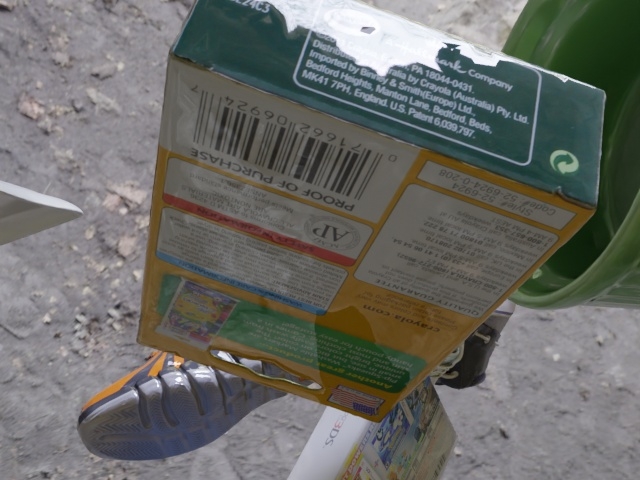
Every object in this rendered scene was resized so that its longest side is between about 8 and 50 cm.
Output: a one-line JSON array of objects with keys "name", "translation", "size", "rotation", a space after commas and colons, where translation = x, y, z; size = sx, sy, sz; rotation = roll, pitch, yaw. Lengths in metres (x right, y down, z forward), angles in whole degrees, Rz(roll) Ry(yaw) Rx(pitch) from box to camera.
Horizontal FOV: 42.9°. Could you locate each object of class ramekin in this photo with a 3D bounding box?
[{"name": "ramekin", "translation": [0.259, -0.083, 0.680], "size": [0.148, 0.303, 0.303], "rotation": [9, 66, -13]}]

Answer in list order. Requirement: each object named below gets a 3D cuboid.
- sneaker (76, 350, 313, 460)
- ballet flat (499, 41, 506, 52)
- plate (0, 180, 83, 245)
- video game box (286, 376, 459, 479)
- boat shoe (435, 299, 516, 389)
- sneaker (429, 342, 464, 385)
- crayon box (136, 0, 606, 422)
[{"name": "sneaker", "translation": [-0.141, 0.127, 0.958], "size": [0.321, 0.124, 0.180], "rotation": [-20, 44, -21]}, {"name": "ballet flat", "translation": [0.299, -0.277, 0.763], "size": [0.182, 0.482, 0.164], "rotation": [26, 47, 11]}, {"name": "plate", "translation": [-0.508, -0.028, 1.103], "size": [0.277, 0.278, 0.045], "rotation": [-18, 80, 9]}, {"name": "video game box", "translation": [0.044, 0.209, 0.711], "size": [0.205, 0.048, 0.187], "rotation": [-58, 143, -28]}, {"name": "boat shoe", "translation": [0.170, 0.129, 1.132], "size": [0.340, 0.127, 0.158], "rotation": [14, 93, -54]}, {"name": "sneaker", "translation": [0.124, 0.126, 0.907], "size": [0.054, 0.152, 0.061], "rotation": [-5, 33, -27]}, {"name": "crayon box", "translation": [0.000, 0.000, 0.507], "size": [0.203, 0.323, 0.083], "rotation": [19, 57, -5]}]
